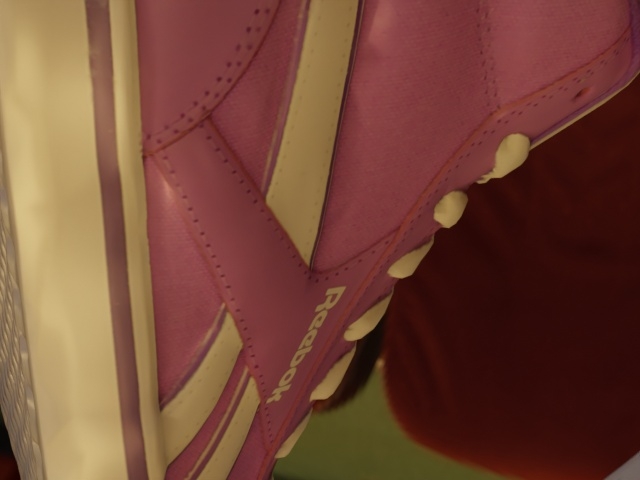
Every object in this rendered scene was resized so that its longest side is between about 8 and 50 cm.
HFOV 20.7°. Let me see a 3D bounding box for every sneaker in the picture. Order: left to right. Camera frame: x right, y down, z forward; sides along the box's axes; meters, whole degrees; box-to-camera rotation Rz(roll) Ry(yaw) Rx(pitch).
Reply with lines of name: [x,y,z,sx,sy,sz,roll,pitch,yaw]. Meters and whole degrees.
sneaker: [0.000,0.000,0.416,0.282,0.161,0.102,97,155,-45]

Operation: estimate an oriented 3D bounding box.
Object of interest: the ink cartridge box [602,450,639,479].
ink cartridge box: [0.099,0.192,0.563,0.091,0.308,0.385,40,117,-6]
